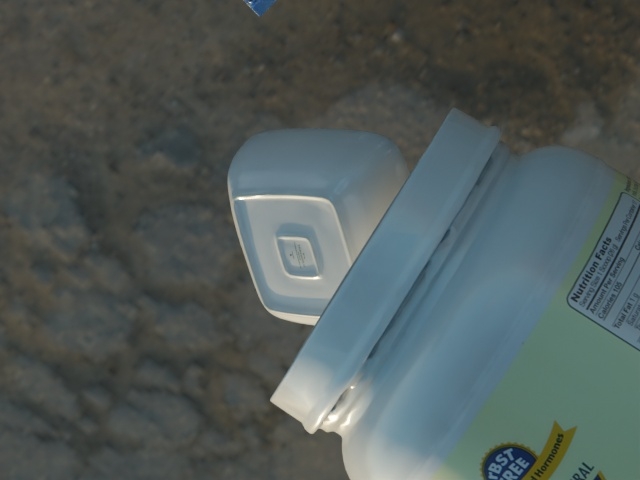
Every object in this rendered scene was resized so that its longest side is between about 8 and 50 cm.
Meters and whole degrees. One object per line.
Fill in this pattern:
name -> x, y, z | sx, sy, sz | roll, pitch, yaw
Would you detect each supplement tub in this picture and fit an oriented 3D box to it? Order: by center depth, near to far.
supplement tub -> 0.160, 0.093, 1.014 | 0.325, 0.235, 0.235 | 32, 135, 1

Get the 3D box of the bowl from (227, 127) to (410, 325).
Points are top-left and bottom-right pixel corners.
bowl -> 0.000, 0.000, 1.189 | 0.142, 0.053, 0.142 | 4, 120, 39

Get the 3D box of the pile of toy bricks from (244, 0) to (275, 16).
pile of toy bricks -> -0.081, -0.228, 1.075 | 0.118, 0.212, 0.105 | -44, 138, 5
